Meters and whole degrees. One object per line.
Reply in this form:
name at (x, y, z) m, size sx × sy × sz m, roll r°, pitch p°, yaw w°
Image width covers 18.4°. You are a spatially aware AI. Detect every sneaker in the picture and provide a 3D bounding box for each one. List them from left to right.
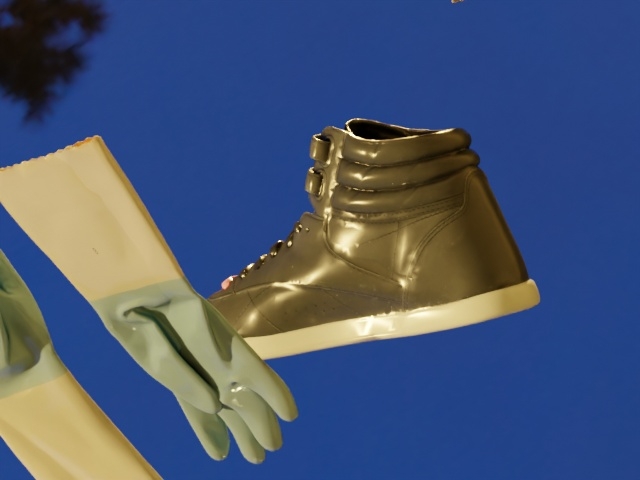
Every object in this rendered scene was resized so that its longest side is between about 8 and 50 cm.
sneaker at (0.000, 0.000, 1.335) m, size 0.104 × 0.296 × 0.146 m, roll -12°, pitch -90°, yaw -58°

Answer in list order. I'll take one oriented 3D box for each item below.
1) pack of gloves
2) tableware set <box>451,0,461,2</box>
pack of gloves at (-0.128, 0.043, 1.100) m, size 0.232 × 0.195 × 0.046 m, roll 56°, pitch -145°, yaw -27°
tableware set at (0.107, -0.234, 1.359) m, size 0.141 × 0.168 × 0.020 m, roll -4°, pitch -140°, yaw -32°
